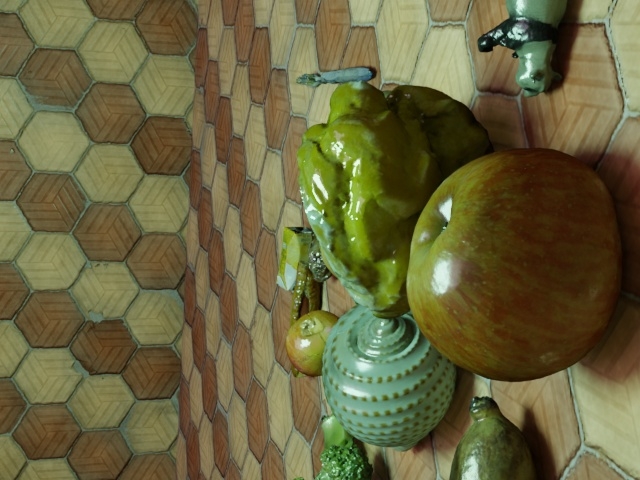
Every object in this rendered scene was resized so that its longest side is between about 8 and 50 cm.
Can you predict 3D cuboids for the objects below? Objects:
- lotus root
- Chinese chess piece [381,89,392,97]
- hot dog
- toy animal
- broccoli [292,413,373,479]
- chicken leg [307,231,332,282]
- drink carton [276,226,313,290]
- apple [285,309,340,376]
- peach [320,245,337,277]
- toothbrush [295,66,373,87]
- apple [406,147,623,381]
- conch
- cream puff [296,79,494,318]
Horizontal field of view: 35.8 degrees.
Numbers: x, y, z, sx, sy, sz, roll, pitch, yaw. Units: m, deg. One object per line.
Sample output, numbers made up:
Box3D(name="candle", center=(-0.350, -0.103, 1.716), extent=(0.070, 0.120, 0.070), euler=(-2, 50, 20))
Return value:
Box3D(name="lotus root", center=(0.249, 0.332, 1.422), extent=(0.138, 0.139, 0.213), euler=(168, 102, -70))
Box3D(name="Chinese chess piece", center=(0.128, -0.185, 1.850), extent=(0.188, 0.083, 0.188), euler=(180, 90, -67))
Box3D(name="hot dog", center=(-0.036, 0.188, 2.331), extent=(0.083, 0.068, 0.288), euler=(-74, -14, -73))
Box3D(name="toy animal", center=(0.291, -0.312, 1.376), extent=(0.121, 0.094, 0.225), euler=(23, 111, 60))
Box3D(name="broccoli", center=(0.016, 0.483, 1.992), extent=(0.254, 0.186, 0.302), euler=(141, 121, -77))
Box3D(name="chicken leg", center=(0.003, -0.001, 2.239), extent=(0.085, 0.069, 0.197), euler=(76, -174, -53))
Box3D(name="drink carton", center=(-0.059, 0.068, 2.374), extent=(0.074, 0.084, 0.199), euler=(30, 116, 53))
Box3D(name="apple", center=(-0.008, 0.217, 2.126), extent=(0.146, 0.147, 0.146), euler=(180, 90, -71))
Box3D(name="peach", center=(0.090, -0.003, 1.814), extent=(0.184, 0.184, 0.184), euler=(180, 90, -71))
Box3D(name="toothbrush", center=(0.032, -0.361, 2.192), extent=(0.413, 0.042, 0.035), euler=(-164, 75, -68))
Box3D(name="apple", center=(0.236, 0.023, 1.275), extent=(0.277, 0.250, 0.309), euler=(112, 154, -47))
Box3D(name="conch", center=(0.103, 0.230, 1.727), extent=(0.302, 0.215, 0.319), euler=(-96, 18, -49))
Box3D(name="cream puff", center=(0.135, -0.084, 1.521), extent=(0.378, 0.276, 0.378), euler=(-16, -90, -75))
